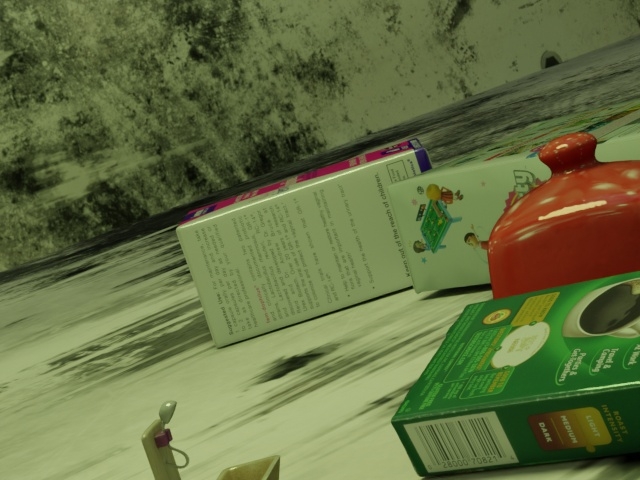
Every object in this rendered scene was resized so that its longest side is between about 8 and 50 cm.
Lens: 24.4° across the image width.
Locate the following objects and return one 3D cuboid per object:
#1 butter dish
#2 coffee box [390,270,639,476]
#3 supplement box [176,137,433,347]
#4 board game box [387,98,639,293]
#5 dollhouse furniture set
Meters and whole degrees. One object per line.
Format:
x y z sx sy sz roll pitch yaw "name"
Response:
0.163 -0.007 0.890 0.160 0.118 0.160 -14 8 23 "butter dish"
0.135 0.058 0.699 0.184 0.040 0.113 -14 21 33 "coffee box"
0.000 0.000 1.270 0.220 0.114 0.111 -19 8 2 "supplement box"
0.239 -0.050 1.132 0.303 0.097 0.224 -9 10 43 "board game box"
-0.071 0.110 0.714 0.091 0.081 0.114 -16 7 12 "dollhouse furniture set"
